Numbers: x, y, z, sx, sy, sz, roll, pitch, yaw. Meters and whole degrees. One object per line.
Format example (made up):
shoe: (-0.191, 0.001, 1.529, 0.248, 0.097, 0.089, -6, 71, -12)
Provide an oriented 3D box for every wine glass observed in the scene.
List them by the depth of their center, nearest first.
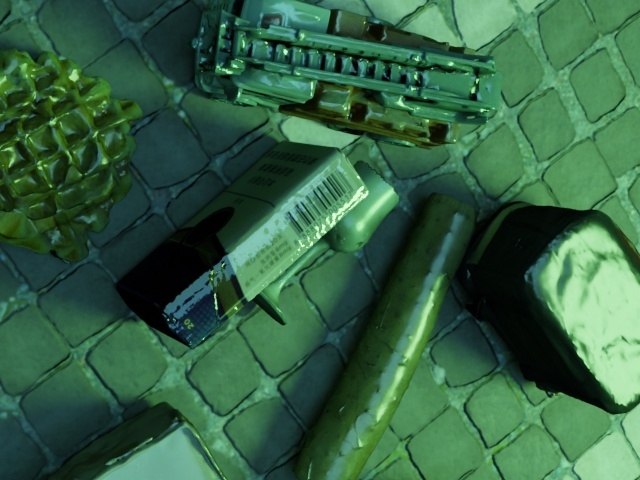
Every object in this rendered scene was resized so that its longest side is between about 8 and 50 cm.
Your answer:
wine glass: (0.000, 0.000, 1.655, 0.195, 0.079, 0.079, -45, 110, -11)

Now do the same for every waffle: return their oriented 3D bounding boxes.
waffle: (-0.292, -0.092, 1.530, 0.223, 0.054, 0.204, 20, 86, -30)

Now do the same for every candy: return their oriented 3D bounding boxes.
candy: (-0.185, 0.291, 1.578, 0.185, 0.137, 0.195, -34, 105, -16)

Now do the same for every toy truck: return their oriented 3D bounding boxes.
toy truck: (0.016, -0.191, 1.585, 0.338, 0.184, 0.133, 11, 90, -23)

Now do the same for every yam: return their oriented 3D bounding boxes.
yam: (0.080, 0.123, 1.701, 0.083, 0.083, 0.372, 29, 85, -22)

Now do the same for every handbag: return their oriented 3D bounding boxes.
handbag: (0.292, 0.068, 1.727, 0.181, 0.181, 0.254, -45, 112, -13)

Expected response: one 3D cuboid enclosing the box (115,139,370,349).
box: (-0.087, 0.000, 1.572, 0.259, 0.168, 0.071, -41, 111, -15)
